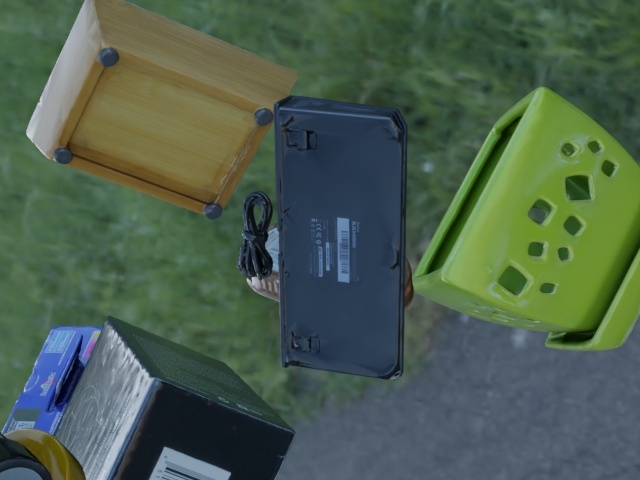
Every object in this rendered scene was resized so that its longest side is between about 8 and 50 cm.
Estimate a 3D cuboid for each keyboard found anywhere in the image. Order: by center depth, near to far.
[{"bbox_3d":[0.000,0.000,0.815,0.023,0.108,0.180,-57,-30,-60],"label":"keyboard"}]

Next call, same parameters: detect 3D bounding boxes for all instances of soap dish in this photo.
[{"bbox_3d":[-0.203,-0.163,1.726,0.229,0.291,0.118,-57,25,29],"label":"soap dish"}]

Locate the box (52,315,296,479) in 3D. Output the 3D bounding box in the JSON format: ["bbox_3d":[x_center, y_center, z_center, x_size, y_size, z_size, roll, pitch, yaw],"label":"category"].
[{"bbox_3d":[-0.234,0.309,1.874,0.293,0.212,0.395,-65,20,1],"label":"box"}]

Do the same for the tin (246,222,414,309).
[{"bbox_3d":[0.006,0.031,1.379,0.106,0.190,0.040,-45,-40,-37],"label":"tin"}]

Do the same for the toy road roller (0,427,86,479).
[{"bbox_3d":[-0.376,0.332,1.367,0.329,0.240,0.202,-47,40,-15],"label":"toy road roller"}]

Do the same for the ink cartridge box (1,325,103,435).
[{"bbox_3d":[-0.392,0.328,2.270,0.270,0.151,0.395,-73,-25,-44],"label":"ink cartridge box"}]

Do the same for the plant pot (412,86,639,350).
[{"bbox_3d":[0.245,-0.002,1.426,0.227,0.207,0.228,-62,3,-6],"label":"plant pot"}]
